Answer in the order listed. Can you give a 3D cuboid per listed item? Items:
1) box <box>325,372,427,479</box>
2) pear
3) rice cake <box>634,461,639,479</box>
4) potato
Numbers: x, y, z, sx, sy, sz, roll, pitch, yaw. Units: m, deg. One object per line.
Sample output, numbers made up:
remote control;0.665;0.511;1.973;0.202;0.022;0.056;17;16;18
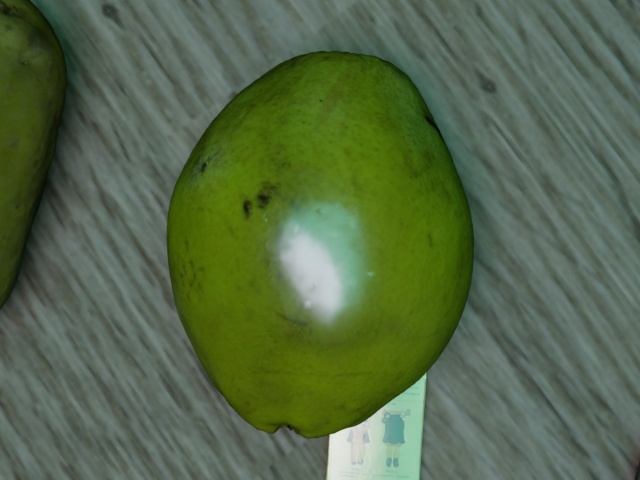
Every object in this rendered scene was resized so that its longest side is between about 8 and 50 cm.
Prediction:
box;0.042;0.144;0.954;0.073;0.020;0.149;5;87;1
pear;0.000;0.000;0.870;0.212;0.212;0.269;10;87;0
rice cake;0.222;0.332;0.922;0.064;0.070;0.399;16;87;0
potato;-0.261;-0.059;0.881;0.148;0.197;0.228;21;121;5
